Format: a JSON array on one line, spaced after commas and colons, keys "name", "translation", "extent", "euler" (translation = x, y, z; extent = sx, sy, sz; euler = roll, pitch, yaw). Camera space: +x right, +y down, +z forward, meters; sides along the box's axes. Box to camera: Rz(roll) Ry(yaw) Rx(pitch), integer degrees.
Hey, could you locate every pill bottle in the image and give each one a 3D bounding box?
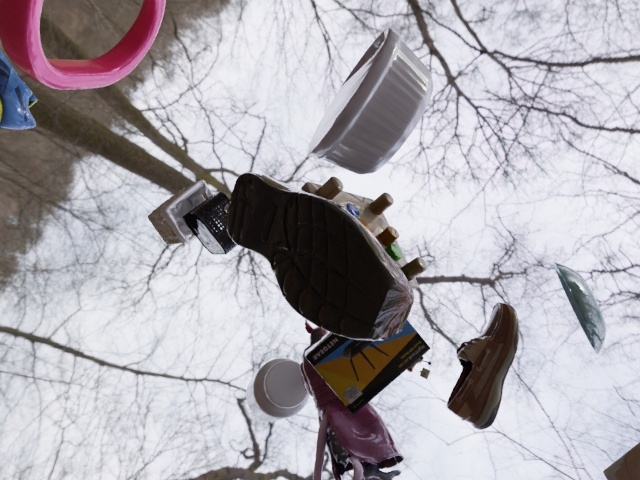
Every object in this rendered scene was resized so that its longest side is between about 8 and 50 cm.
[{"name": "pill bottle", "translation": [-0.129, 0.464, 1.391], "extent": [0.318, 0.176, 0.176], "euler": [122, -22, -62]}]

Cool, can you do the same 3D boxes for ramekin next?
[{"name": "ramekin", "translation": [0.100, -0.251, 0.860], "extent": [0.273, 0.127, 0.273], "euler": [-55, -166, 21]}]

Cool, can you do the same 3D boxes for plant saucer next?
[{"name": "plant saucer", "translation": [0.516, 0.125, 0.878], "extent": [0.037, 0.195, 0.195], "euler": [-23, -130, 21]}]

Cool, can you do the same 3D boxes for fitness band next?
[{"name": "fitness band", "translation": [-0.318, -0.316, 0.636], "extent": [0.209, 0.054, 0.291], "euler": [-57, -176, 22]}]

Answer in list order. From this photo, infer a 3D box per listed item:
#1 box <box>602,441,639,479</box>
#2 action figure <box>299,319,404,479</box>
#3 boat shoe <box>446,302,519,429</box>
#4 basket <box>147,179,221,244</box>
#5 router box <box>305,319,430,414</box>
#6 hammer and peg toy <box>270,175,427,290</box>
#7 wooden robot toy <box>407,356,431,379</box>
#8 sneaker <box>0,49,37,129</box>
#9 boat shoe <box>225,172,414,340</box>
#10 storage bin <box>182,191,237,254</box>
[{"name": "box", "translation": [0.600, 0.330, 0.656], "extent": [0.148, 0.121, 0.311], "euler": [-100, -149, -57]}, {"name": "action figure", "translation": [0.021, 0.337, 0.956], "extent": [0.248, 0.276, 0.370], "euler": [-41, -119, 32]}, {"name": "boat shoe", "translation": [0.402, 0.292, 1.112], "extent": [0.116, 0.123, 0.324], "euler": [22, -114, 9]}, {"name": "basket", "translation": [-0.375, -0.075, 1.237], "extent": [0.103, 0.113, 0.167], "euler": [-9, -150, 37]}, {"name": "router box", "translation": [0.082, 0.194, 0.793], "extent": [0.179, 0.133, 0.046], "euler": [-40, 180, -3]}, {"name": "hammer and peg toy", "translation": [0.051, -0.017, 0.945], "extent": [0.127, 0.361, 0.266], "euler": [-41, -123, 33]}, {"name": "wooden robot toy", "translation": [0.274, 0.362, 1.411], "extent": [0.076, 0.173, 0.079], "euler": [-39, -172, -19]}, {"name": "sneaker", "translation": [-0.621, -0.304, 0.889], "extent": [0.069, 0.082, 0.209], "euler": [-39, -113, 34]}, {"name": "boat shoe", "translation": [0.000, 0.000, 0.542], "extent": [0.324, 0.120, 0.122], "euler": [40, -68, 47]}, {"name": "storage bin", "translation": [-0.251, -0.037, 1.078], "extent": [0.084, 0.122, 0.180], "euler": [-42, -164, -22]}]
